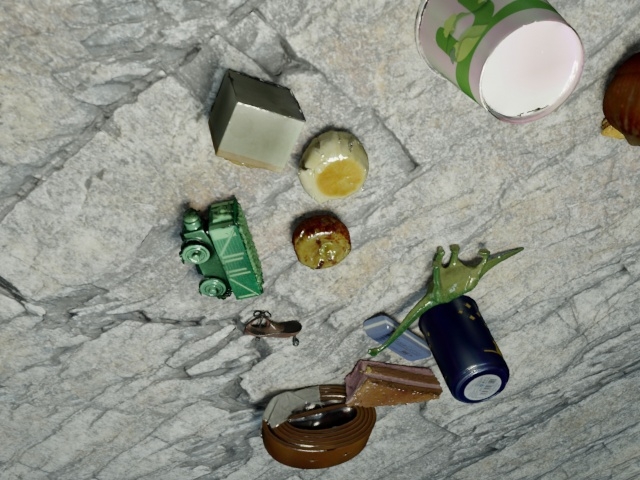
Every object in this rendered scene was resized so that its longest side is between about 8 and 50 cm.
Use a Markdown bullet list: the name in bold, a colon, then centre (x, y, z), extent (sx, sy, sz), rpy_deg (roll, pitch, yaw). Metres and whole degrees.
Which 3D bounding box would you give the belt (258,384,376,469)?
- **belt**: centre (-0.008, 0.537, 1.869), extent (0.338, 0.217, 0.122), rpy_deg (-4, 135, -16)

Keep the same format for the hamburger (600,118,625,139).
- **hamburger**: centre (0.698, -0.267, 1.492), extent (0.083, 0.044, 0.076), rpy_deg (11, 161, -21)

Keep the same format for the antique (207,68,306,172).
- **antique**: centre (-0.131, -0.226, 1.250), extent (0.146, 0.152, 0.148), rpy_deg (12, 122, -25)

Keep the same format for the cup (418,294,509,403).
- **cup**: centre (0.427, 0.305, 1.762), extent (0.254, 0.256, 0.178), rpy_deg (11, 125, -24)

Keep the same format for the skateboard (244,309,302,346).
- **skateboard**: centre (-0.123, 0.226, 1.688), extent (0.151, 0.067, 0.080), rpy_deg (5, 118, -14)

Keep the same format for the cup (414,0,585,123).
- **cup**: centre (0.332, -0.356, 1.180), extent (0.253, 0.274, 0.253), rpy_deg (-7, 130, -9)

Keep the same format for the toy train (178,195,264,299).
- **toy train**: centre (-0.225, 0.036, 1.465), extent (0.154, 0.115, 0.270), rpy_deg (-12, 130, 3)

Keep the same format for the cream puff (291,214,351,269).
- **cream puff**: centre (0.000, 0.000, 1.514), extent (0.148, 0.084, 0.149), rpy_deg (-5, 132, -6)

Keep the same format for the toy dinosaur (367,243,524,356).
- **toy dinosaur**: centre (0.339, 0.158, 1.707), extent (0.446, 0.087, 0.301), rpy_deg (-9, 122, -15)

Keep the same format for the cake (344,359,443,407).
- **cake**: centre (0.218, 0.415, 1.889), extent (0.295, 0.116, 0.113), rpy_deg (2, 129, -16)

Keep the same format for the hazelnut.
- **hazelnut**: centre (0.719, -0.293, 1.351), extent (0.229, 0.230, 0.230), rpy_deg (-7, 130, -9)

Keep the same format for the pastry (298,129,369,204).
- **pastry**: centre (0.030, -0.157, 1.389), extent (0.165, 0.088, 0.166), rpy_deg (-7, 129, -8)

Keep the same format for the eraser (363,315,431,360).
- **eraser**: centre (0.219, 0.278, 1.814), extent (0.082, 0.036, 0.225), rpy_deg (-23, 136, 38)
